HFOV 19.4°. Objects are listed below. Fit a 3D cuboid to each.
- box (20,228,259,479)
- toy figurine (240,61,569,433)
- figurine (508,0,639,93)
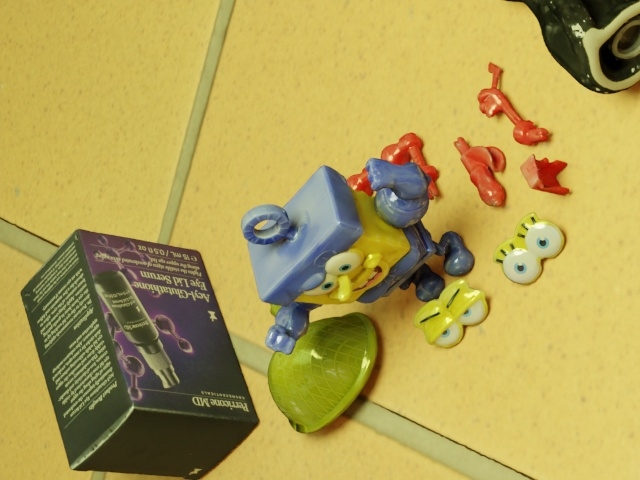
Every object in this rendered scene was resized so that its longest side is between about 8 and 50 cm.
[{"bbox_3d":[-0.171,0.108,1.750,0.108,0.153,0.207,-44,53,32],"label":"box"},{"bbox_3d":[0.000,0.000,1.534,0.362,0.217,0.191,-42,53,34],"label":"toy figurine"},{"bbox_3d":[0.147,-0.232,1.434,0.092,0.215,0.209,-45,42,-3],"label":"figurine"}]
